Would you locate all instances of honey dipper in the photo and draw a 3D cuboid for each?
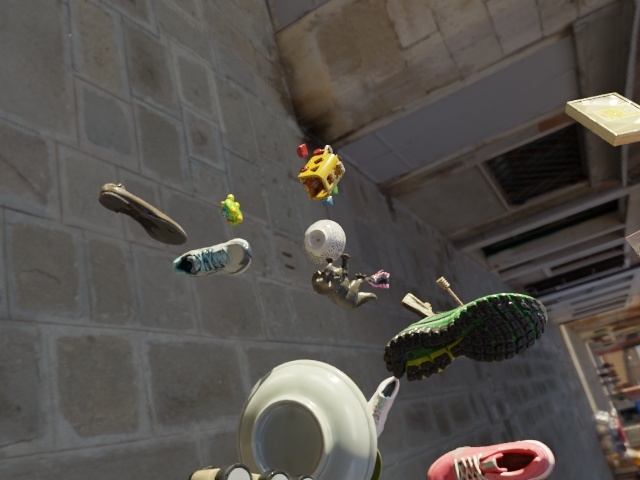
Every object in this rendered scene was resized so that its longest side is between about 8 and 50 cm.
[{"bbox_3d":[0.471,0.198,1.845,0.160,0.030,0.030,50,23,3],"label":"honey dipper"}]

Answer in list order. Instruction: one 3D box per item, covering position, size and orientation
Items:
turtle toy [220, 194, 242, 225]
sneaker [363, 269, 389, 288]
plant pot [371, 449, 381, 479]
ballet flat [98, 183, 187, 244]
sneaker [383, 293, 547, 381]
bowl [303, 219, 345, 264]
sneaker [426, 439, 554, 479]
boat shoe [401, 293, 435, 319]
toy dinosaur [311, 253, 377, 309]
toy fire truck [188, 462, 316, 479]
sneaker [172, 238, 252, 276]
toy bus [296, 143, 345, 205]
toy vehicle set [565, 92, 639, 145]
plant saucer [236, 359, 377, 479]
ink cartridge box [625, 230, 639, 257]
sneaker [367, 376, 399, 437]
[{"bbox_3d":[-0.337,-0.104,1.989,0.130,0.066,0.095,62,7,-50],"label":"turtle toy"},{"bbox_3d":[0.181,0.119,1.660,0.119,0.047,0.057,11,100,-52],"label":"sneaker"},{"bbox_3d":[0.046,0.829,2.037,0.274,0.275,0.294,58,-15,-20],"label":"plant pot"},{"bbox_3d":[-0.432,-0.065,1.299,0.250,0.084,0.058,36,36,-38],"label":"ballet flat"},{"bbox_3d":[0.304,0.188,1.126,0.146,0.344,0.134,-31,102,-72],"label":"sneaker"},{"bbox_3d":[0.000,0.000,1.936,0.080,0.170,0.170,25,46,-67],"label":"bowl"},{"bbox_3d":[0.399,0.545,1.279,0.136,0.314,0.115,45,29,-53],"label":"sneaker"},{"bbox_3d":[0.314,0.209,1.598,0.135,0.050,0.045,33,67,0],"label":"boat shoe"},{"bbox_3d":[0.066,0.147,1.659,0.313,0.121,0.160,49,49,-41],"label":"toy dinosaur"},{"bbox_3d":[-0.131,0.508,0.855,0.217,0.159,0.246,27,53,-34],"label":"toy fire truck"},{"bbox_3d":[-0.335,0.069,1.610,0.122,0.283,0.109,-10,86,-58],"label":"sneaker"},{"bbox_3d":[0.021,-0.217,1.626,0.191,0.105,0.201,5,83,-54],"label":"toy bus"},{"bbox_3d":[0.891,-0.372,1.588,0.266,0.166,0.035,-104,-177,-55],"label":"toy vehicle set"},{"bbox_3d":[-0.060,0.503,1.320,0.101,0.401,0.399,30,42,-61],"label":"plant saucer"},{"bbox_3d":[0.956,0.014,1.274,0.261,0.296,0.066,53,31,-1],"label":"ink cartridge box"},{"bbox_3d":[0.174,0.493,1.552,0.212,0.080,0.094,-58,170,-31],"label":"sneaker"}]
